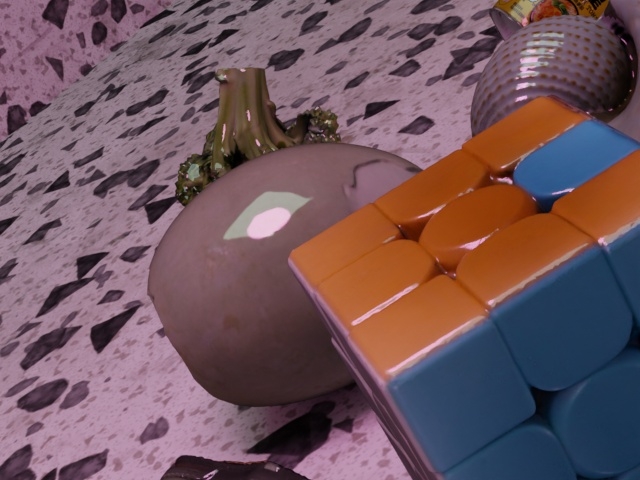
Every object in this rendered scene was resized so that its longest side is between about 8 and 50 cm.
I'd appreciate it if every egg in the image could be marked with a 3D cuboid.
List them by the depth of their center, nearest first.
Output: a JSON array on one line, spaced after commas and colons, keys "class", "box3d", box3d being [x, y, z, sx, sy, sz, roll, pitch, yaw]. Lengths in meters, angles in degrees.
[{"class": "egg", "box3d": [-0.013, 0.029, 1.479, 0.336, 0.278, 0.278, -30, 24, 7]}]

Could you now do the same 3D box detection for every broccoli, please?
[{"class": "broccoli", "box3d": [-0.082, -0.108, 1.899, 0.288, 0.235, 0.259, 1, 73, 36]}]

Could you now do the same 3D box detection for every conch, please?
[{"class": "conch", "box3d": [0.312, -0.110, 1.472, 0.303, 0.215, 0.319, -13, 61, 45]}]

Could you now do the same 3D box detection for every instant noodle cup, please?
[{"class": "instant noodle cup", "box3d": [0.344, -0.329, 1.906, 0.144, 0.182, 0.182, -40, 25, 0]}]

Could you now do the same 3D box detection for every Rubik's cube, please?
[{"class": "Rubik's cube", "box3d": [0.187, 0.092, 1.119, 0.292, 0.290, 0.291, -31, 24, -4]}]

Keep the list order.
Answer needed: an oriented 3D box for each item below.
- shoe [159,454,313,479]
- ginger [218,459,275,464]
[{"class": "shoe", "box3d": [-0.089, 0.296, 1.270, 0.293, 0.109, 0.149, -2, 40, 51]}, {"class": "ginger", "box3d": [-0.090, 0.257, 1.430, 0.097, 0.030, 0.048, -8, 5, 36]}]
